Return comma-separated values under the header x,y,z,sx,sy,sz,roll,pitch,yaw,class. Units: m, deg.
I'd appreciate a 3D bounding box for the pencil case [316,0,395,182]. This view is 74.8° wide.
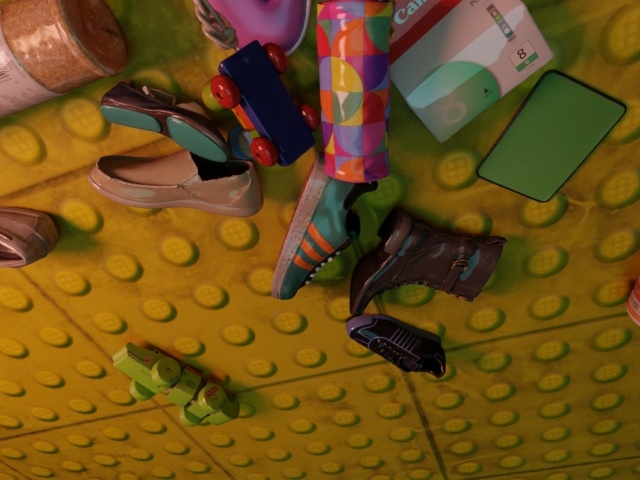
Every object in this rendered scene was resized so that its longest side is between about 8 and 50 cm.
x,y,z,sx,sy,sz,roll,pitch,yaw,class
0.051,-0.197,0.555,0.105,0.104,0.236,0,117,1,pencil case

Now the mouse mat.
x,y,z,sx,sy,sz,roll,pitch,yaw,class
0.361,-0.155,0.666,0.153,0.007,0.189,19,126,-12,mouse mat

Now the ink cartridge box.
x,y,z,sx,sy,sz,roll,pitch,yaw,class
0.169,-0.270,0.558,0.181,0.056,0.225,-37,119,25,ink cartridge box

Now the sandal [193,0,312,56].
x,y,z,sx,sy,sz,roll,pitch,yaw,class
-0.110,-0.398,0.438,0.170,0.102,0.416,-6,127,7,sandal

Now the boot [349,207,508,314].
x,y,z,sx,sy,sz,roll,pitch,yaw,class
0.193,0.072,0.786,0.229,0.091,0.262,20,122,-12,boot

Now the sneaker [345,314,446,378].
x,y,z,sx,sy,sz,roll,pitch,yaw,class
0.167,0.230,0.903,0.233,0.090,0.081,16,125,-10,sneaker

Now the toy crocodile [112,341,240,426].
x,y,z,sx,sy,sz,roll,pitch,yaw,class
-0.336,0.348,1.008,0.341,0.105,0.115,39,119,-19,toy crocodile

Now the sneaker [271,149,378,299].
x,y,z,sx,sy,sz,roll,pitch,yaw,class
0.000,0.000,0.727,0.121,0.108,0.302,19,123,-7,sneaker

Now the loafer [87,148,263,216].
x,y,z,sx,sy,sz,roll,pitch,yaw,class
-0.221,-0.106,0.666,0.269,0.101,0.092,6,126,-14,loafer

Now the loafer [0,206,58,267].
x,y,z,sx,sy,sz,roll,pitch,yaw,class
-0.642,-0.008,0.735,0.320,0.111,0.111,2,126,0,loafer

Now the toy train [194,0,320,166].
x,y,z,sx,sy,sz,roll,pitch,yaw,class
-0.120,-0.215,0.566,0.143,0.105,0.248,8,137,54,toy train

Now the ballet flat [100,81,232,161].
x,y,z,sx,sy,sz,roll,pitch,yaw,class
-0.217,-0.182,0.616,0.203,0.074,0.074,20,125,1,ballet flat

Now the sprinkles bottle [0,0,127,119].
x,y,z,sx,sy,sz,roll,pitch,yaw,class
-0.446,-0.225,0.563,0.356,0.121,0.121,-15,125,12,sprinkles bottle

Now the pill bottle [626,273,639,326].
x,y,z,sx,sy,sz,roll,pitch,yaw,class
0.651,0.064,0.749,0.121,0.121,0.216,-4,127,4,pill bottle
